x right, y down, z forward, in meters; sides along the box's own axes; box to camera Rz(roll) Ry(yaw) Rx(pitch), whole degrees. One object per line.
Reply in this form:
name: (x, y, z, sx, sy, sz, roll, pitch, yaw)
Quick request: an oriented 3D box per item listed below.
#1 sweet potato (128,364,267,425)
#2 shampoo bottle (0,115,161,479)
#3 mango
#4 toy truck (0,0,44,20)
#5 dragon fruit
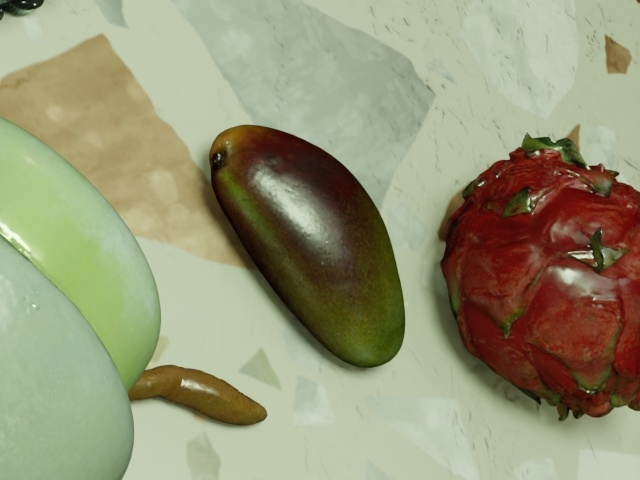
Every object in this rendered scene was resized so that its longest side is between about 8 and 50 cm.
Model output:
sweet potato: (-0.115, 0.127, 1.254, 0.179, 0.044, 0.044, 18, 59, -35)
shampoo bottle: (-0.278, 0.090, 0.937, 0.322, 0.322, 0.317, 43, 57, -16)
mango: (0.000, 0.000, 1.362, 0.267, 0.111, 0.133, 55, 34, -12)
toy truck: (-0.302, -0.241, 1.220, 0.270, 0.114, 0.135, -35, 97, -44)
dragon fruit: (0.248, 0.044, 1.462, 0.299, 0.244, 0.244, 58, 45, -15)
